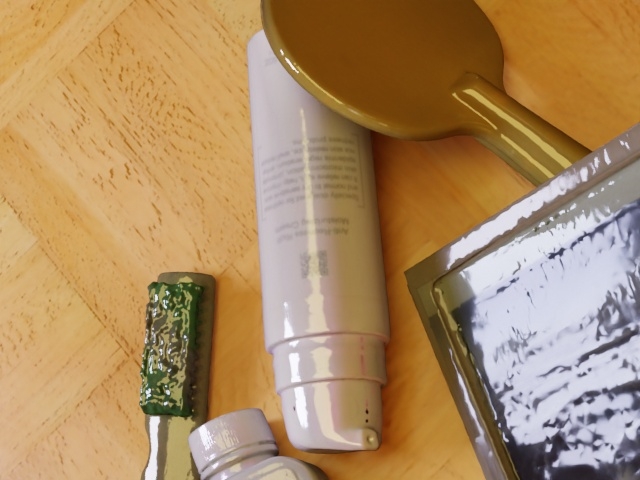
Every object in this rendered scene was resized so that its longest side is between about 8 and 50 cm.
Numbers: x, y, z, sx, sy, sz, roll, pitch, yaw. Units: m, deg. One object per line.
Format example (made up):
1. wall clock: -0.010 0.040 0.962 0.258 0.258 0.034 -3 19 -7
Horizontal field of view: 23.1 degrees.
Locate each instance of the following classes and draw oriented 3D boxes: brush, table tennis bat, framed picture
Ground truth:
1. brush: -0.123 0.163 1.274 0.054 0.048 0.282 0 79 17
2. table tennis bat: 0.095 -0.128 1.229 0.321 0.050 0.198 38 47 7
3. framed picture: 0.275 0.066 1.075 0.446 0.028 0.326 -35 67 35

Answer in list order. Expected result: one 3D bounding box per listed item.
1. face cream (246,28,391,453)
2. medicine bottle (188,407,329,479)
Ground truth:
1. face cream: 0.000 0.000 1.244 0.102 0.102 0.345 -8 74 16
2. medicine bottle: -0.041 0.226 1.218 0.119 0.069 0.183 -27 69 11
